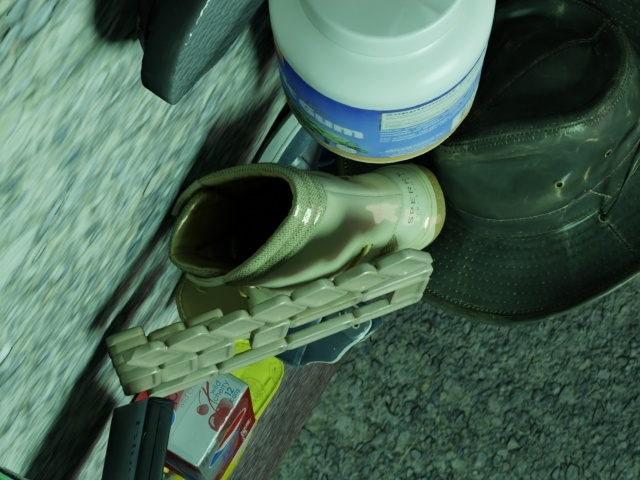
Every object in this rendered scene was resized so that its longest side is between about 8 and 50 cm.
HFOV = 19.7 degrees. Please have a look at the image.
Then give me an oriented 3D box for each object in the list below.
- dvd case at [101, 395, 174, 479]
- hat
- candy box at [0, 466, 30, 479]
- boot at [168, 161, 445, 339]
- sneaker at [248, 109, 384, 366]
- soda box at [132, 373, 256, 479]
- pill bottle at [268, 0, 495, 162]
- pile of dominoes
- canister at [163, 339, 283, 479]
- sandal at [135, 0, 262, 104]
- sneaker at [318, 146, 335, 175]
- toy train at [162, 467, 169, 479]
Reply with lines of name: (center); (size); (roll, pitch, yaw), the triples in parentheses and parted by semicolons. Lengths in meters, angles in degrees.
dvd case: (-0.154, 0.215, 1.432); (0.253, 0.022, 0.180); (151, -51, -76)
hat: (0.164, -0.100, 1.477); (0.331, 0.331, 0.134); (-59, 161, -11)
candy box: (-0.263, 0.346, 1.207); (0.317, 0.122, 0.268); (-58, 173, -38)
boot: (-0.058, 0.011, 1.421); (0.262, 0.095, 0.203); (-24, 167, 34)
sneaker: (0.000, 0.000, 1.594); (0.226, 0.163, 0.086); (-63, 172, 10)
soda box: (-0.120, 0.171, 1.752); (0.092, 0.083, 0.263); (-59, 174, -12)
pill bottle: (0.041, -0.152, 1.265); (0.152, 0.152, 0.272); (-60, 173, -8)
pile of dominoes: (-0.036, 0.050, 1.386); (0.251, 0.040, 0.196); (-20, 167, -9)
canister: (-0.111, 0.204, 2.040); (0.126, 0.073, 0.170); (-55, 173, -41)
sandal: (-0.069, -0.128, 0.996); (0.097, 0.054, 0.254); (-54, -176, 4)
sneaker: (0.110, -0.105, 1.630); (0.341, 0.140, 0.125); (-37, -175, 16)
toy train: (-0.192, 0.297, 1.917); (0.125, 0.046, 0.166); (-55, 172, -45)
